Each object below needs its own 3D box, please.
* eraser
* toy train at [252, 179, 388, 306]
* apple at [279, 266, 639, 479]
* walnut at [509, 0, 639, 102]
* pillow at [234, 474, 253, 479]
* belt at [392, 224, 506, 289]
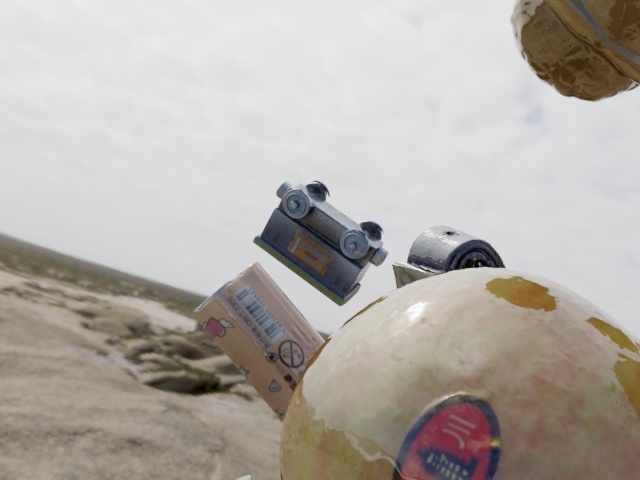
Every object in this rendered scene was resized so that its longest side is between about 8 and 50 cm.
[{"bbox_3d":[-0.070,0.188,1.268,0.290,0.171,0.087,49,-47,2],"label":"eraser"},{"bbox_3d":[0.000,0.000,1.678,0.299,0.202,0.131,36,27,12],"label":"toy train"},{"bbox_3d":[0.154,0.213,0.679,0.391,0.346,0.392,43,-30,32],"label":"apple"},{"bbox_3d":[0.391,-0.328,0.964,0.285,0.285,0.296,22,-36,-21],"label":"walnut"},{"bbox_3d":[-0.164,0.439,1.166,0.053,0.119,0.208,57,-4,6],"label":"pillow"},{"bbox_3d":[0.193,0.101,1.016,0.139,0.231,0.126,-13,19,-22],"label":"belt"}]
